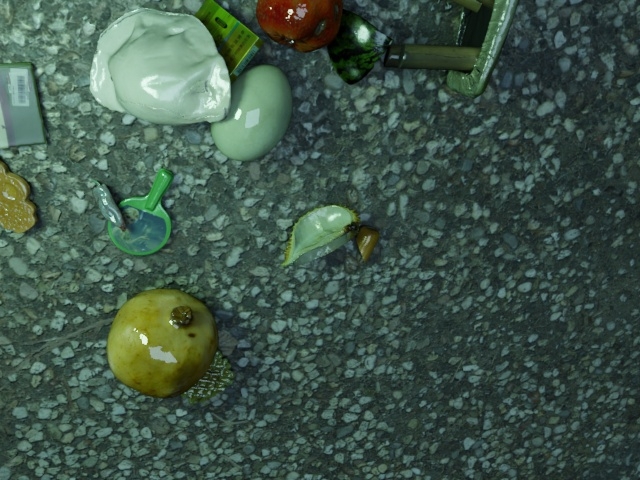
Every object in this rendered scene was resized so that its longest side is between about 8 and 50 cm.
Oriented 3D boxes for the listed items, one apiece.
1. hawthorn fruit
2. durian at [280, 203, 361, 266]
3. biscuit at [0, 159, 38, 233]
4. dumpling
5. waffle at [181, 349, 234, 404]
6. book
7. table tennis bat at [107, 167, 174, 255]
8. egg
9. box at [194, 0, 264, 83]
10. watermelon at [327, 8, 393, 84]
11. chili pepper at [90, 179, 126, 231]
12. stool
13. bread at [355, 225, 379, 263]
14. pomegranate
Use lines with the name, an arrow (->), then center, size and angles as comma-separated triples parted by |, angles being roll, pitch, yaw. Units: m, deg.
hawthorn fruit -> -0.033, -0.572, 1.405 | 0.207, 0.207, 0.243 | 18, 91, -17
durian -> 0.000, 0.000, 1.652 | 0.252, 0.139, 0.144 | -19, 117, -4
biscuit -> -0.805, -0.121, 1.499 | 0.144, 0.040, 0.236 | -32, 115, 9
dumpling -> -0.364, -0.399, 1.394 | 0.181, 0.341, 0.260 | -6, 107, -49
waffle -> -0.353, 0.396, 1.783 | 0.183, 0.036, 0.169 | -32, 111, 1
book -> -0.807, -0.304, 1.401 | 0.290, 0.026, 0.201 | -9, 113, -22
table tennis bat -> -0.456, -0.074, 1.587 | 0.160, 0.039, 0.257 | 26, 105, -17
egg -> -0.166, -0.311, 1.473 | 0.187, 0.186, 0.253 | 31, 98, -20
box -> -0.235, -0.472, 1.418 | 0.193, 0.030, 0.121 | 44, 99, 23
watermelon -> 0.081, -0.473, 1.508 | 0.145, 0.193, 0.137 | -56, 155, 13
chili pepper -> -0.544, -0.089, 1.545 | 0.041, 0.050, 0.153 | -28, 95, -36
stool -> 0.305, -0.522, 1.439 | 0.226, 0.310, 0.310 | 14, 107, -6
bread -> 0.126, 0.011, 1.728 | 0.062, 0.049, 0.103 | 22, 103, -18
pomegranate -> -0.419, 0.277, 1.607 | 0.307, 0.307, 0.307 | -4, 111, -10
